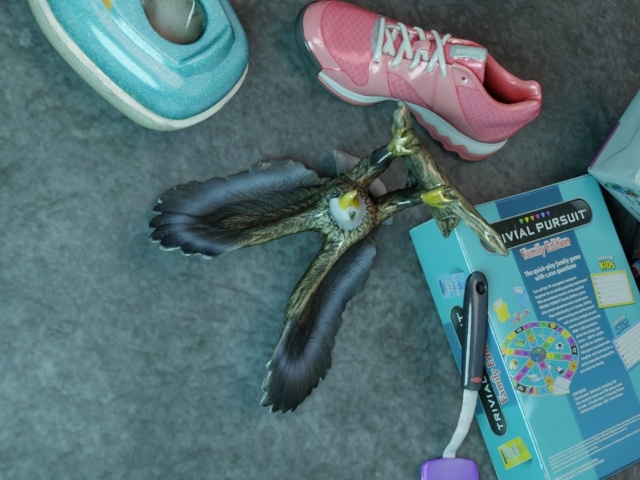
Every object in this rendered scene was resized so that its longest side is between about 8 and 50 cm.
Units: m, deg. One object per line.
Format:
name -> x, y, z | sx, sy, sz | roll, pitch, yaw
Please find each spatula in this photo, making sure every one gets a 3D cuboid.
spatula -> 0.153, 0.180, 1.262 | 0.084, 0.030, 0.296 | 6, 93, -34

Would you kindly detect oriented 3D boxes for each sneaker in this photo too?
sneaker -> 0.121, -0.205, 1.345 | 0.314, 0.136, 0.115 | 23, 61, -26

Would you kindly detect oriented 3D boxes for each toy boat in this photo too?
toy boat -> -0.143, -0.280, 1.185 | 0.267, 0.148, 0.318 | 47, 55, -12

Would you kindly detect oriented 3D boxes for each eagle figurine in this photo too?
eagle figurine -> -0.002, -0.005, 1.191 | 0.298, 0.225, 0.226 | -36, 52, -8

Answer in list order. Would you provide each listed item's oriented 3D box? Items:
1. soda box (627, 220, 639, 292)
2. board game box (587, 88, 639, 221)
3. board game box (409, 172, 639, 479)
soda box -> 0.434, 0.030, 1.528 | 0.060, 0.053, 0.169 | 37, 58, -19
board game box -> 0.503, -0.080, 1.463 | 0.303, 0.097, 0.224 | 39, 81, -25
board game box -> 0.271, 0.109, 1.374 | 0.254, 0.079, 0.336 | -15, 82, -37
